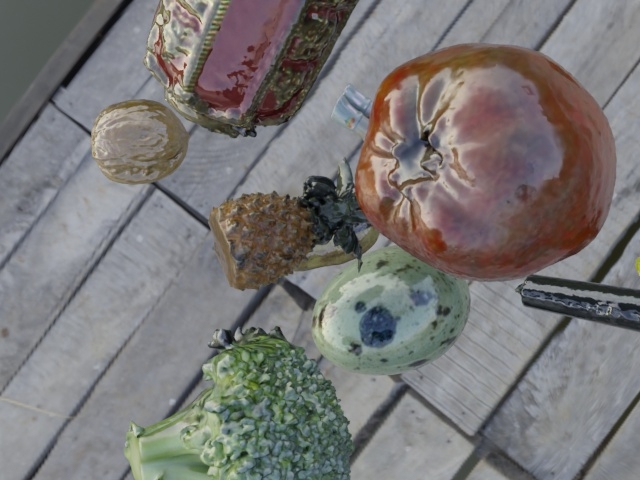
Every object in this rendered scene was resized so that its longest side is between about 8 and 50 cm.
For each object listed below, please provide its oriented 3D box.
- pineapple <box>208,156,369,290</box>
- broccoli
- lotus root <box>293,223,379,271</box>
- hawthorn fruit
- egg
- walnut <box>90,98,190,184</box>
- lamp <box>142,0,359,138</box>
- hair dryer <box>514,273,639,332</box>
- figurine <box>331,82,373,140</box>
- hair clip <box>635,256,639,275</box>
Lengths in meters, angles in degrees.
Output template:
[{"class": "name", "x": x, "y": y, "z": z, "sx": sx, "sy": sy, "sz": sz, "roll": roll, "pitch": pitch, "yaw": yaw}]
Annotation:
[{"class": "pineapple", "x": 0.010, "y": -0.034, "z": 0.946, "sx": 0.277, "sy": 0.119, "sz": 0.130, "roll": -17, "pitch": 40, "yaw": -15}, {"class": "broccoli", "x": -0.062, "y": 0.166, "z": 0.643, "sx": 0.226, "sy": 0.176, "sz": 0.198, "roll": 6, "pitch": 89, "yaw": 50}, {"class": "lotus root", "x": 0.000, "y": 0.000, "z": 1.559, "sx": 0.258, "sy": 0.097, "sz": 0.110, "roll": -13, "pitch": 44, "yaw": -20}, {"class": "hawthorn fruit", "x": 0.162, "y": -0.066, "z": 0.716, "sx": 0.210, "sy": 0.262, "sz": 0.211, "roll": -1, "pitch": 88, "yaw": 40}, {"class": "egg", "x": 0.161, "y": 0.160, "z": 1.820, "sx": 0.379, "sy": 0.288, "sz": 0.288, "roll": -21, "pitch": 66, "yaw": -27}, {"class": "walnut", "x": -0.393, "y": -0.215, "z": 1.761, "sx": 0.213, "sy": 0.213, "sz": 0.213, "roll": -4, "pitch": 75, "yaw": 16}, {"class": "lamp", "x": -0.056, "y": -0.230, "z": 0.743, "sx": 0.177, "sy": 0.177, "sz": 0.274, "roll": 47, "pitch": 125, "yaw": 22}, {"class": "hair dryer", "x": 0.341, "y": 0.094, "z": 0.866, "sx": 0.302, "sy": 0.244, "sz": 0.116, "roll": 8, "pitch": 107, "yaw": 33}, {"class": "figurine", "x": 0.209, "y": -0.202, "z": 1.674, "sx": 0.381, "sy": 0.205, "sz": 0.224, "roll": 38, "pitch": 47, "yaw": 13}, {"class": "hair clip", "x": 0.521, "y": 0.062, "z": 1.163, "sx": 0.046, "sy": 0.173, "sz": 0.072, "roll": -19, "pitch": 112, "yaw": -11}]
